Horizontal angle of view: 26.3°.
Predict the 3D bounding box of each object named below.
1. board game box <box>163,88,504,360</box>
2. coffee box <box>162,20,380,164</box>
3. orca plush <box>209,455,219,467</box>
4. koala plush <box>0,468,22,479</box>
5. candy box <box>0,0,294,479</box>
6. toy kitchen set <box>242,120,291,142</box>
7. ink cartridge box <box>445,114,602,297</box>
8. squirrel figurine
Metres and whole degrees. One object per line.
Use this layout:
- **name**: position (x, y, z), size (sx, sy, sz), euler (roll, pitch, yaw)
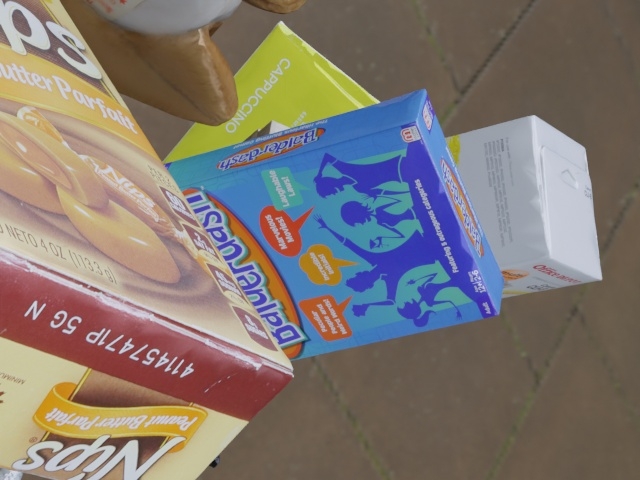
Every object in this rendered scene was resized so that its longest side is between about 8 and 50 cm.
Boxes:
- **board game box**: position (0.000, 0.000, 0.937), size (0.160, 0.210, 0.047), euler (63, 25, -27)
- **coffee box**: position (-0.030, -0.092, 2.185), size (0.338, 0.337, 0.334), euler (40, 0, 5)
- **orca plush**: position (-0.258, 0.237, 2.011), size (0.287, 0.102, 0.151), euler (39, 43, -7)
- **koala plush**: position (-0.391, 0.302, 1.377), size (0.221, 0.203, 0.196), euler (-21, 120, -30)
- **candy box**: position (-0.158, -0.048, 0.560), size (0.183, 0.087, 0.316), euler (29, 20, -47)
- **toy kitchen set**: position (-0.034, -0.038, 1.082), size (0.068, 0.083, 0.075), euler (21, 60, -24)
- **ink cartridge box**: position (0.138, -0.018, 1.193), size (0.128, 0.176, 0.127), euler (17, 64, -57)
- **squirrel figurine**: position (-0.167, -0.355, 1.235), size (0.397, 0.281, 0.370), euler (15, 48, -3)
